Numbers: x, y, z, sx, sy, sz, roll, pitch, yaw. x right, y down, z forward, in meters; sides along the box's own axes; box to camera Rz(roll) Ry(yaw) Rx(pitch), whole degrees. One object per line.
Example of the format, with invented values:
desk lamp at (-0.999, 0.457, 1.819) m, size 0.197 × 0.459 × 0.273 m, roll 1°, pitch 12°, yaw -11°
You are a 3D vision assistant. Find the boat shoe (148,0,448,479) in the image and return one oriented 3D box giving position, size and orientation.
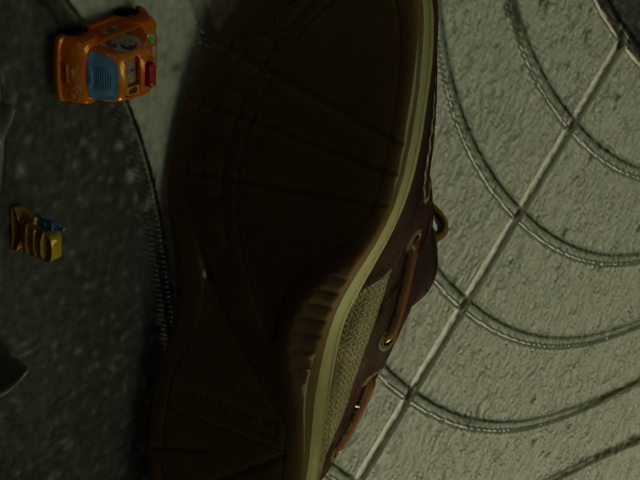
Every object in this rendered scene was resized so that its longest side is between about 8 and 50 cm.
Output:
boat shoe at (0.000, 0.000, 1.017) m, size 0.123 × 0.123 × 0.342 m, roll -28°, pitch 134°, yaw -57°

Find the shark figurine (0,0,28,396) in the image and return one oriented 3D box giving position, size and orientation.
shark figurine at (-0.158, 0.007, 0.820) m, size 0.166 × 0.116 × 0.278 m, roll 21°, pitch 97°, yaw -56°

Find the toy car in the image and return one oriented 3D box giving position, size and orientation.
toy car at (-0.101, -0.046, 0.913) m, size 0.060 × 0.040 × 0.122 m, roll -6°, pitch 116°, yaw -49°
